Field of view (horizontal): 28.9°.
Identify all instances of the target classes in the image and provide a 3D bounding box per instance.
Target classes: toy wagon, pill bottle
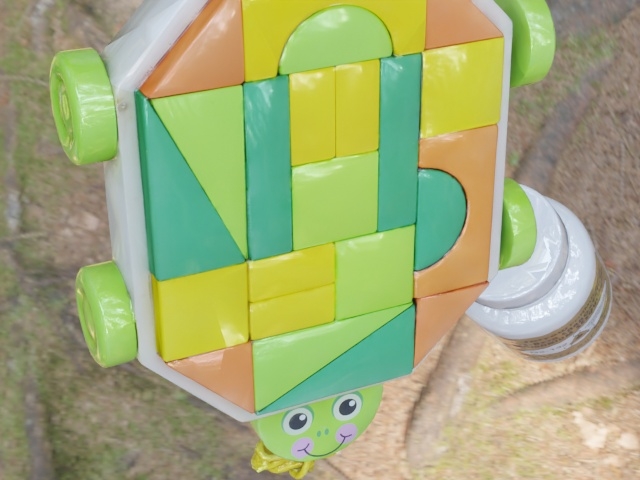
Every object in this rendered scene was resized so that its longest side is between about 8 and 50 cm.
[{"bbox_3d":[0.000,0.000,0.687,0.068,0.267,0.344,-134,37,-54],"label":"toy wagon"},{"bbox_3d":[0.185,0.029,1.121,0.131,0.229,0.131,-5,73,19],"label":"pill bottle"}]
